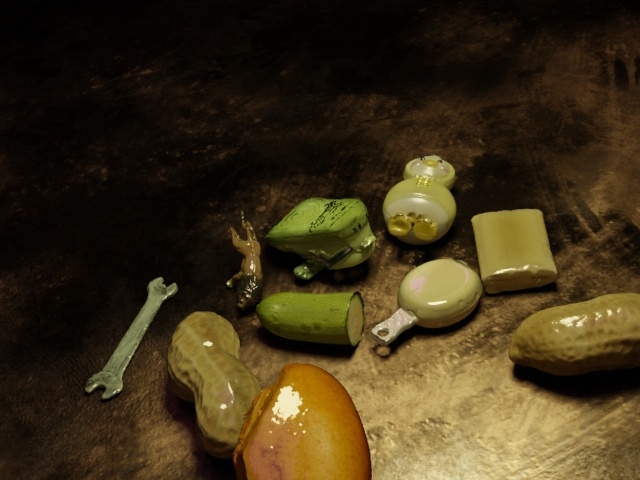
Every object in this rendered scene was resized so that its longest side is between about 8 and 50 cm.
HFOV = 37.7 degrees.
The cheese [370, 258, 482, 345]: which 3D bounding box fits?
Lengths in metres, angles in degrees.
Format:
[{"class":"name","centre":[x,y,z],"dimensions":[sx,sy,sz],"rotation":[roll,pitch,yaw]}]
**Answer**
[{"class":"cheese","centre":[0.179,0.113,1.642],"dimensions":[0.227,0.064,0.137],"rotation":[-33,41,-28]}]

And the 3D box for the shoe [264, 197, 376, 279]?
[{"class":"shoe","centre":[-0.004,-0.006,1.779],"dimensions":[0.140,0.128,0.262],"rotation":[-31,14,-37]}]

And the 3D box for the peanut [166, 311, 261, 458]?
[{"class":"peanut","centre":[-0.173,0.234,1.527],"dimensions":[0.136,0.120,0.298],"rotation":[-37,42,4]}]

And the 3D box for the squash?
[{"class":"squash","centre":[-0.024,0.135,1.642],"dimensions":[0.188,0.095,0.095],"rotation":[0,40,20]}]

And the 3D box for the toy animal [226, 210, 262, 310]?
[{"class":"toy animal","centre":[-0.140,0.040,1.780],"dimensions":[0.069,0.086,0.220],"rotation":[2,59,-21]}]

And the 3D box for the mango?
[{"class":"mango","centre":[-0.032,0.334,1.321],"dimensions":[0.199,0.201,0.350],"rotation":[-19,45,16]}]

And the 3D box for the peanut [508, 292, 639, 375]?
[{"class":"peanut","centre":[0.427,0.155,1.500],"dimensions":[0.253,0.137,0.122],"rotation":[-11,84,-1]}]

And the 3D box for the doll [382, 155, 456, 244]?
[{"class":"doll","centre":[0.202,-0.094,1.847],"dimensions":[0.141,0.117,0.296],"rotation":[5,41,13]}]

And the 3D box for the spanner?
[{"class":"spanner","centre":[-0.338,0.173,1.711],"dimensions":[0.071,0.017,0.302],"rotation":[6,42,18]}]

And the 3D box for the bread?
[{"class":"bread","centre":[0.353,0.018,1.724],"dimensions":[0.139,0.060,0.178],"rotation":[-5,40,8]}]
